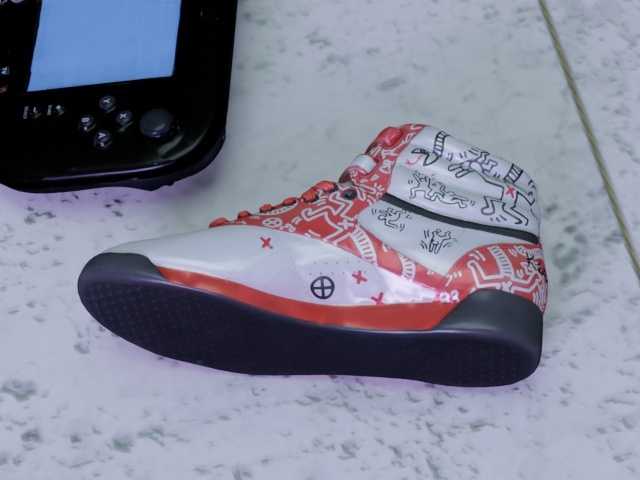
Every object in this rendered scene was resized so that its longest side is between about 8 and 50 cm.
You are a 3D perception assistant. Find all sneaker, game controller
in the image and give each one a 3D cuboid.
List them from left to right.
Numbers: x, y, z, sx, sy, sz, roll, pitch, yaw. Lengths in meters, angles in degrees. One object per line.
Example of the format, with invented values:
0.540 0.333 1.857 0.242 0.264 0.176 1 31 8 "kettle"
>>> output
-0.137 -0.166 1.052 0.167 0.067 0.319 0 56 3 "game controller"
0.001 0.001 0.921 0.270 0.090 0.145 6 56 3 "sneaker"
